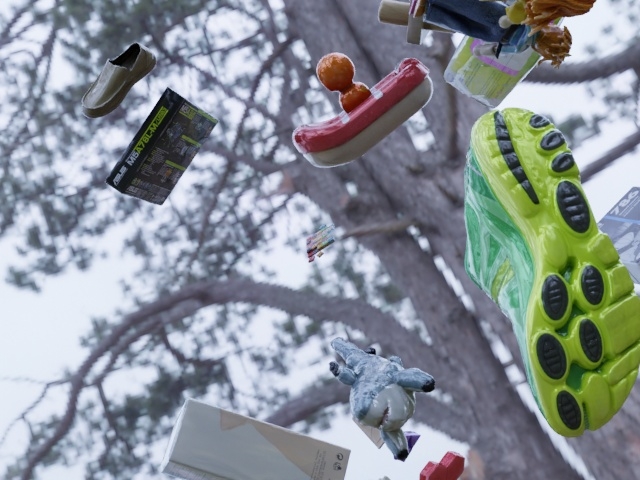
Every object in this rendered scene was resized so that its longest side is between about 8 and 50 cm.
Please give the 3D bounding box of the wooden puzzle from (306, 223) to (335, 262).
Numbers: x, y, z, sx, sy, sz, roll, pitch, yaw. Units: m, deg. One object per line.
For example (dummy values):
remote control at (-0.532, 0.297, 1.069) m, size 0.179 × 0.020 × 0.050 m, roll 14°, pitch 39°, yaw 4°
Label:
wooden puzzle at (0.000, 0.000, 1.641) m, size 0.049 × 0.083 × 0.006 m, roll -33°, pitch -64°, yaw 16°

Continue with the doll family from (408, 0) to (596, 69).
doll family at (0.185, -0.237, 1.098) m, size 0.163 × 0.118 × 0.263 m, roll 17°, pitch -22°, yaw -4°

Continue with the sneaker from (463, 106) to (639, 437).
sneaker at (0.197, 0.028, 0.966) m, size 0.109 × 0.295 × 0.123 m, roll -7°, pitch -22°, yaw -12°

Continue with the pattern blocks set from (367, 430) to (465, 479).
pattern blocks set at (0.061, 0.397, 1.402) m, size 0.285 × 0.026 × 0.324 m, roll 32°, pitch -98°, yaw -48°

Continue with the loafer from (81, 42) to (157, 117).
loafer at (-0.316, -0.250, 1.686) m, size 0.148 × 0.056 × 0.050 m, roll -51°, pitch -32°, yaw -17°

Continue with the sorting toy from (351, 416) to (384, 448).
sorting toy at (0.079, 0.202, 1.329) m, size 0.012 × 0.062 × 0.083 m, roll 21°, pitch -71°, yaw -48°

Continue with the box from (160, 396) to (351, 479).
box at (-0.119, 0.397, 1.979) m, size 0.311 × 0.121 × 0.148 m, roll 20°, pitch -24°, yaw -8°

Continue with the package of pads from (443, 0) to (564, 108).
package of pads at (0.280, -0.319, 1.480) m, size 0.229 × 0.101 × 0.296 m, roll -57°, pitch -2°, yaw -12°

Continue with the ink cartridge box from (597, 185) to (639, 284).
ink cartridge box at (0.520, -0.011, 1.805) m, size 0.165 × 0.065 × 0.333 m, roll -45°, pitch 8°, yaw -5°

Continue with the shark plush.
shark plush at (0.040, 0.109, 0.919) m, size 0.067 × 0.161 × 0.073 m, roll 14°, pitch -64°, yaw -19°

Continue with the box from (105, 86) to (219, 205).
box at (-0.258, -0.151, 1.817) m, size 0.184 × 0.045 × 0.191 m, roll -58°, pitch -12°, yaw 3°

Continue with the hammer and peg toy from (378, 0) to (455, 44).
hammer and peg toy at (0.195, -0.474, 1.747) m, size 0.127 × 0.266 × 0.361 m, roll 10°, pitch 28°, yaw 12°

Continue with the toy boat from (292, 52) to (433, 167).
toy boat at (0.049, -0.219, 1.680) m, size 0.231 × 0.151 × 0.151 m, roll -38°, pitch 8°, yaw 4°
